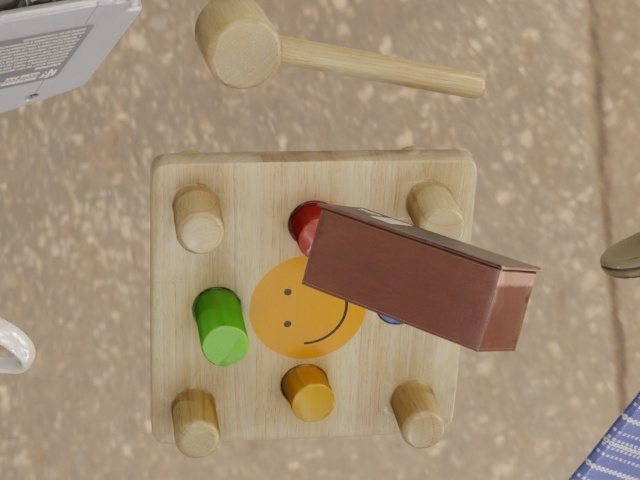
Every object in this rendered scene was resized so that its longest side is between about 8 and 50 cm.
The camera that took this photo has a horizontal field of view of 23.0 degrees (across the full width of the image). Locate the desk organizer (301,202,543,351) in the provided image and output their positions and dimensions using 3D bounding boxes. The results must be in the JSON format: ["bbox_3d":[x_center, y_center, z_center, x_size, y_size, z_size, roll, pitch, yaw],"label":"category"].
[{"bbox_3d":[0.056,0.021,0.909,0.047,0.130,0.050,5,102,-54],"label":"desk organizer"}]

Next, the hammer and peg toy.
[{"bbox_3d":[0.000,0.000,1.232,0.266,0.127,0.361,-1,116,-9],"label":"hammer and peg toy"}]

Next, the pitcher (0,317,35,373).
[{"bbox_3d":[-0.357,0.089,1.453,0.178,0.125,0.207,36,147,-6],"label":"pitcher"}]

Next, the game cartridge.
[{"bbox_3d":[-0.311,-0.161,1.365,0.297,0.062,0.198,-18,170,-38],"label":"game cartridge"}]

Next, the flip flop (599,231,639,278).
[{"bbox_3d":[0.401,-0.050,1.652,0.080,0.112,0.277,50,129,-3],"label":"flip flop"}]

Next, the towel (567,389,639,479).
[{"bbox_3d":[0.426,0.250,1.858,0.243,0.040,0.336,20,116,-29],"label":"towel"}]
